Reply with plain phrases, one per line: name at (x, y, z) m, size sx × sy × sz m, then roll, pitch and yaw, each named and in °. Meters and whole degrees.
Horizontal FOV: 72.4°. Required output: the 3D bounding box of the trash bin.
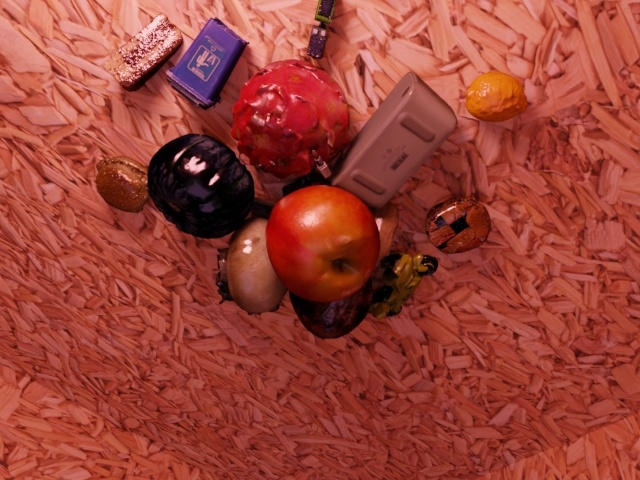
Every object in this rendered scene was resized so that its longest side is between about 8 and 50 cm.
trash bin at (-0.329, -0.529, 1.308) m, size 0.163 × 0.184 × 0.234 m, roll 35°, pitch 110°, yaw -15°

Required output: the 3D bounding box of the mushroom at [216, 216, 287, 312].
mushroom at (-0.240, 0.085, 1.573) m, size 0.261 × 0.352 × 0.352 m, roll -4°, pitch 123°, yaw -3°

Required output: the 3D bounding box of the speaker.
speaker at (0.222, -0.296, 1.367) m, size 0.184 × 0.183 × 0.406 m, roll 30°, pitch 123°, yaw -18°

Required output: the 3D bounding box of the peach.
peach at (0.000, 0.000, 1.376) m, size 0.389 × 0.388 × 0.388 m, roll 4°, pitch 123°, yaw 6°

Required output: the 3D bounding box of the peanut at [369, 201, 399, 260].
peanut at (0.194, -0.019, 1.539) m, size 0.137 × 0.253 × 0.122 m, roll 4°, pitch 160°, yaw 47°

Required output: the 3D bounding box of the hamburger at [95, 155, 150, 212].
hamburger at (-0.725, -0.202, 1.594) m, size 0.215 × 0.122 × 0.189 m, roll 36°, pitch 123°, yaw -12°

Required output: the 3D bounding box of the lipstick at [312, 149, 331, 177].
lipstick at (0.000, -0.224, 1.269) m, size 0.025 × 0.025 × 0.107 m, roll -33°, pitch 142°, yaw 3°

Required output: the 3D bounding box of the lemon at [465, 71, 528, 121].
lemon at (0.510, -0.413, 1.267) m, size 0.187 × 0.142 × 0.142 m, roll 10°, pitch 124°, yaw -2°

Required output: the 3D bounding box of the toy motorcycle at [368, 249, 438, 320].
toy motorcycle at (0.286, 0.167, 1.679) m, size 0.206 × 0.142 × 0.342 m, roll 27°, pitch 121°, yaw -8°

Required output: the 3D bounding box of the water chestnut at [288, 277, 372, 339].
water chestnut at (0.052, 0.193, 1.669) m, size 0.350 × 0.350 × 0.302 m, roll -36°, pitch 155°, yaw 27°

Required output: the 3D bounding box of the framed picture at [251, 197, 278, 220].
framed picture at (-0.189, -0.103, 1.620) m, size 0.149 × 0.011 × 0.109 m, roll 15°, pitch 134°, yaw 12°

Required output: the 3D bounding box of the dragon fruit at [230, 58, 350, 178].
dragon fruit at (-0.101, -0.350, 1.328) m, size 0.386 × 0.249 × 0.370 m, roll 28°, pitch 121°, yaw 2°

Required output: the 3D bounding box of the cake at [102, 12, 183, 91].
cake at (-0.539, -0.561, 1.324) m, size 0.246 × 0.135 × 0.112 m, roll -31°, pitch 113°, yaw 24°

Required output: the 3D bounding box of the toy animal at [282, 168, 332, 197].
toy animal at (-0.046, -0.188, 1.529) m, size 0.148 × 0.084 × 0.232 m, roll 27°, pitch 126°, yaw -8°

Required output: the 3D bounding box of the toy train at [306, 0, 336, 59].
toy train at (0.005, -0.616, 1.242) m, size 0.060 × 0.081 × 0.202 m, roll 15°, pitch 124°, yaw -3°

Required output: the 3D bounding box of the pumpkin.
pumpkin at (-0.397, -0.172, 1.452) m, size 0.364 × 0.266 × 0.363 m, roll 23°, pitch 141°, yaw 20°

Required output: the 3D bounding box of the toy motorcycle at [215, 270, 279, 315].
toy motorcycle at (-0.289, 0.201, 1.793) m, size 0.275 × 0.127 × 0.205 m, roll 37°, pitch 123°, yaw -19°

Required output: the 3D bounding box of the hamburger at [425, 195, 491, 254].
hamburger at (0.484, -0.045, 1.537) m, size 0.231 × 0.106 × 0.230 m, roll 2°, pitch 116°, yaw 4°
